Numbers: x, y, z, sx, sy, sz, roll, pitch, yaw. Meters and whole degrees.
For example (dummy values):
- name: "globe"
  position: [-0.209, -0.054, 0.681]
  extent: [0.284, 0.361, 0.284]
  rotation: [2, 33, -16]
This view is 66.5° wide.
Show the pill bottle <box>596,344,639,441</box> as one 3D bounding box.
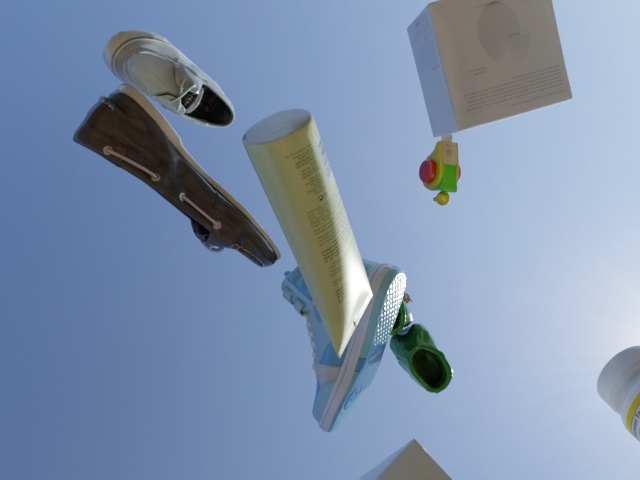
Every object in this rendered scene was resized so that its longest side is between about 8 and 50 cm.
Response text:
- name: "pill bottle"
  position: [0.459, 0.228, 0.600]
  extent: [0.119, 0.119, 0.208]
  rotation: [6, -159, -17]

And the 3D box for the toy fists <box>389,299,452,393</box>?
- name: "toy fists"
  position: [0.170, 0.189, 1.026]
  extent: [0.096, 0.142, 0.279]
  rotation: [-39, -86, -7]

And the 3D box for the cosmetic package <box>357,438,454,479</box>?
- name: "cosmetic package"
  position: [0.160, 0.458, 0.698]
  extent: [0.097, 0.377, 0.284]
  rotation: [-34, -113, -26]

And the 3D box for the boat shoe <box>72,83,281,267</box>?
- name: "boat shoe"
  position: [-0.188, -0.056, 0.681]
  extent: [0.095, 0.112, 0.335]
  rotation: [-49, -56, -15]

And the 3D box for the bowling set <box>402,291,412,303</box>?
- name: "bowling set"
  position: [0.075, 0.149, 1.323]
  extent: [0.287, 0.154, 0.199]
  rotation: [23, -111, 45]

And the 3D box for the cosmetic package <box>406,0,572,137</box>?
- name: "cosmetic package"
  position: [0.309, -0.332, 0.910]
  extent: [0.224, 0.138, 0.224]
  rotation: [-16, -83, -4]

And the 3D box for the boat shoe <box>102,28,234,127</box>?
- name: "boat shoe"
  position: [-0.195, -0.217, 0.688]
  extent: [0.081, 0.079, 0.227]
  rotation: [45, -167, 19]

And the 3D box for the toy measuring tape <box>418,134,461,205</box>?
- name: "toy measuring tape"
  position: [0.350, -0.262, 1.447]
  extent: [0.122, 0.121, 0.329]
  rotation: [3, -99, -19]

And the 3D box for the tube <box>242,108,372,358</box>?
- name: "tube"
  position: [0.000, 0.000, 0.456]
  extent: [0.070, 0.240, 0.062]
  rotation: [-28, -146, -7]

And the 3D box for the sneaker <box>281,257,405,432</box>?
- name: "sneaker"
  position: [0.007, 0.159, 0.866]
  extent: [0.208, 0.318, 0.127]
  rotation: [24, -169, 26]
